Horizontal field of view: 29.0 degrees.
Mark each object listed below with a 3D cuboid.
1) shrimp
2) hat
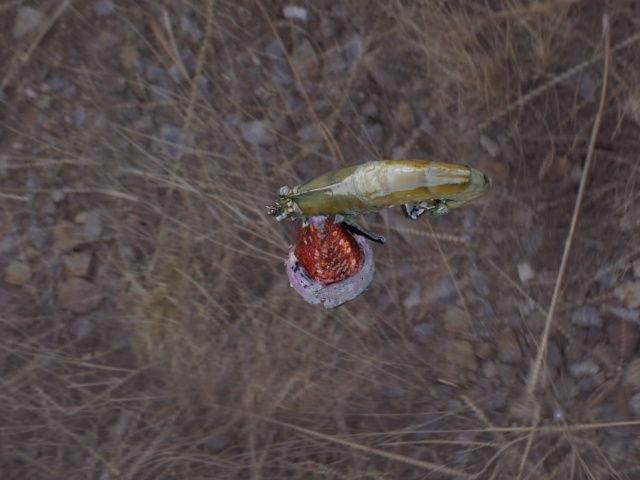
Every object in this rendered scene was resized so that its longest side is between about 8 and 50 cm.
[{"bbox_3d":[0.058,-0.038,1.123,0.217,0.150,0.051,-7,80,36],"label":"shrimp"},{"bbox_3d":[0.000,-0.004,1.703,0.129,0.227,0.140,-42,63,-14],"label":"hat"}]
